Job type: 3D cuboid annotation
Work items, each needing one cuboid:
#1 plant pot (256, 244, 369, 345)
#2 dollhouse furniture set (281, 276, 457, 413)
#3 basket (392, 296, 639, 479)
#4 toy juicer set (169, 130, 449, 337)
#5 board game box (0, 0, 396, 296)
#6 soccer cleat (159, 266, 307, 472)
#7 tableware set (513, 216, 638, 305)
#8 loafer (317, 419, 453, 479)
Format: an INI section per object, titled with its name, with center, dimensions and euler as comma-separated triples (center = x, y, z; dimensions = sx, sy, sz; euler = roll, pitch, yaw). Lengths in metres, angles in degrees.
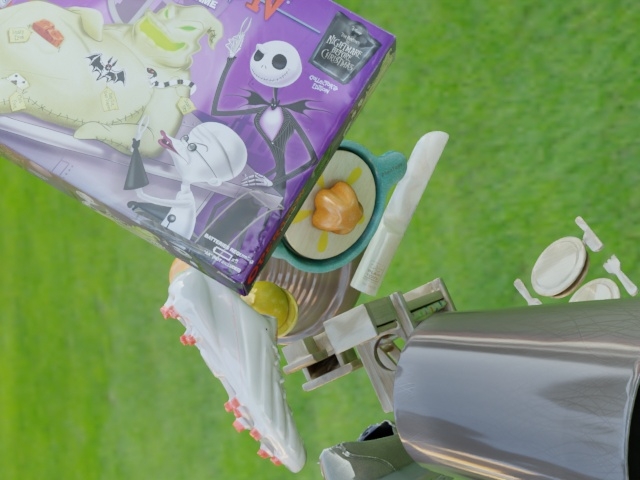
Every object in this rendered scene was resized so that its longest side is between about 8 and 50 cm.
[plant pot]
center = -0.071, 0.003, 1.668
dimensions = 0.237, 0.109, 0.237
euler = 8, 104, 38
[dollhouse furniture set]
center = 0.029, 0.119, 1.346
dimensions = 0.161, 0.182, 0.101
euler = -27, 84, 25
[basket]
center = 0.178, 0.121, 1.144
dimensions = 0.227, 0.204, 0.154
euler = -1, 124, 42
[toy juicer set]
center = 0.000, 0.000, 1.502
dimensions = 0.089, 0.329, 0.209
euler = 28, 115, 49
[board game box]
center = -0.146, -0.135, 1.079
dimensions = 0.208, 0.346, 0.056
euler = -58, -9, -16
[soccer cleat]
center = -0.055, 0.103, 1.276
dimensions = 0.196, 0.076, 0.068
euler = 59, 164, -13
[tableware set]
center = 0.321, 0.064, 1.895
dimensions = 0.128, 0.039, 0.194
euler = -47, 30, 14
[loafer]
center = 0.087, 0.211, 1.548
dimensions = 0.094, 0.251, 0.087
euler = -47, 70, 28
